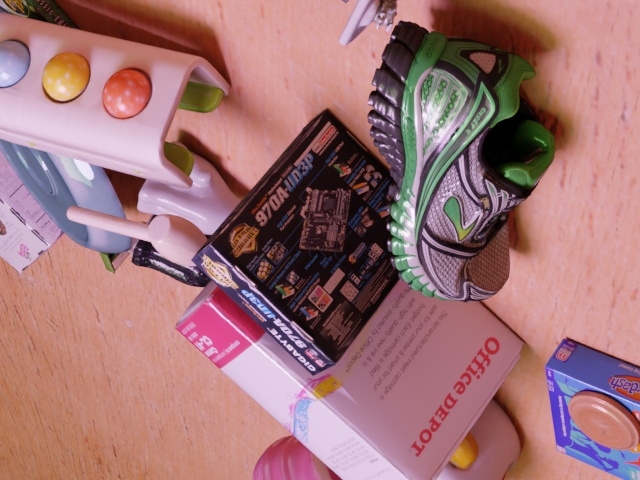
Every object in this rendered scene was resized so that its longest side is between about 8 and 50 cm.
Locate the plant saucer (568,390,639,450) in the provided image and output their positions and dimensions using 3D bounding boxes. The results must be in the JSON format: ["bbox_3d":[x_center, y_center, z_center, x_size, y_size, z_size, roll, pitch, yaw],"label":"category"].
[{"bbox_3d":[0.295,0.191,1.650,0.083,0.013,0.083,30,151,19],"label":"plant saucer"}]

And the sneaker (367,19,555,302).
[{"bbox_3d":[0.141,-0.049,1.468,0.146,0.134,0.344,15,149,22],"label":"sneaker"}]

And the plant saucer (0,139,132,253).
[{"bbox_3d":[-0.344,-0.107,1.961,0.317,0.043,0.318,47,161,23],"label":"plant saucer"}]

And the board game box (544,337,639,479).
[{"bbox_3d":[0.345,0.202,1.675,0.210,0.047,0.160,21,146,30],"label":"board game box"}]

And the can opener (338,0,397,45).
[{"bbox_3d":[0.060,-0.257,1.322,0.093,0.074,0.280,40,152,1],"label":"can opener"}]

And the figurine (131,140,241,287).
[{"bbox_3d":[-0.112,-0.002,1.901,0.209,0.092,0.215,27,150,6],"label":"figurine"}]

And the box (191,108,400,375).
[{"bbox_3d":[0.000,0.000,1.610,0.175,0.220,0.051,44,147,-9],"label":"box"}]

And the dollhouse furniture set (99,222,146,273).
[{"bbox_3d":[-0.215,0.031,2.083,0.151,0.058,0.076,23,148,28],"label":"dollhouse furniture set"}]

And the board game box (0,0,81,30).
[{"bbox_3d":[-0.367,-0.280,1.848,0.260,0.030,0.136,49,153,-17],"label":"board game box"}]

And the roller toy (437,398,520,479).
[{"bbox_3d":[0.131,0.258,1.905,0.209,0.146,0.191,8,140,43],"label":"roller toy"}]

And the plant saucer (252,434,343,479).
[{"bbox_3d":[0.072,0.354,2.018,0.332,0.332,0.084,37,112,4],"label":"plant saucer"}]

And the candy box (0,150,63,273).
[{"bbox_3d":[-0.450,-0.060,2.222,0.196,0.070,0.165,45,151,-8],"label":"candy box"}]

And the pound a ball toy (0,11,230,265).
[{"bbox_3d":[-0.246,-0.117,1.693,0.319,0.208,0.136,16,168,26],"label":"pound a ball toy"}]

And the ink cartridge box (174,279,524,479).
[{"bbox_3d":[0.032,0.105,1.718,0.306,0.226,0.131,44,151,-6],"label":"ink cartridge box"}]
